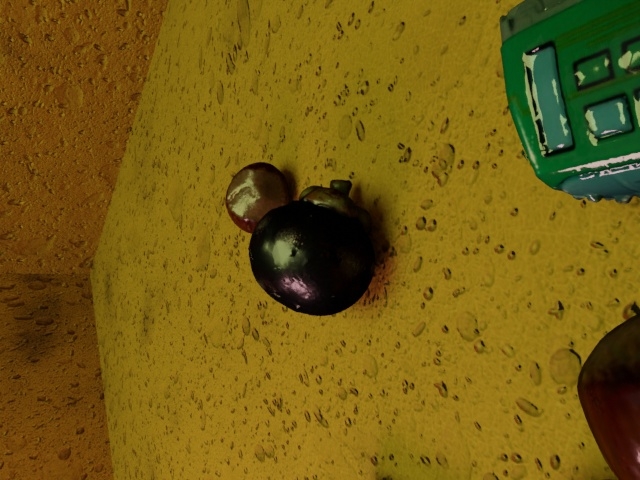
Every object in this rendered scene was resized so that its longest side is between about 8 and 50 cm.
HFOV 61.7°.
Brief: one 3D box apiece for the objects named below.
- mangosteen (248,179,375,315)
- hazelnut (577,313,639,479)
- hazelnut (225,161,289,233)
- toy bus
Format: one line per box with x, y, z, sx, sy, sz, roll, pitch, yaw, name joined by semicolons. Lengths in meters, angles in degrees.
0.000;0.000;0.894;0.211;0.211;0.250;-4;53;56;mangosteen
0.310;0.144;0.405;0.208;0.208;0.208;-6;83;56;hazelnut
-0.129;-0.090;1.145;0.143;0.143;0.154;3;83;57;hazelnut
0.323;-0.145;0.405;0.344;0.184;0.199;-12;81;57;toy bus
